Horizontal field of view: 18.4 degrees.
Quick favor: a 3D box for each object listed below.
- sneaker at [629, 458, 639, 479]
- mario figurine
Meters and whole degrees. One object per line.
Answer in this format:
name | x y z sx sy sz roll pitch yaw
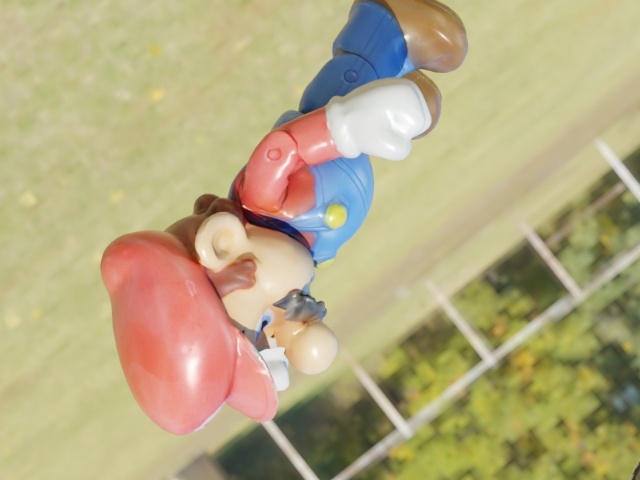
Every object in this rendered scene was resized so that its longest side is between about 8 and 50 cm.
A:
sneaker | 0.169 0.093 0.733 0.083 0.098 0.223 -31 -162 -9
mario figurine | 0.000 0.000 1.248 0.170 0.198 0.320 13 -124 38
